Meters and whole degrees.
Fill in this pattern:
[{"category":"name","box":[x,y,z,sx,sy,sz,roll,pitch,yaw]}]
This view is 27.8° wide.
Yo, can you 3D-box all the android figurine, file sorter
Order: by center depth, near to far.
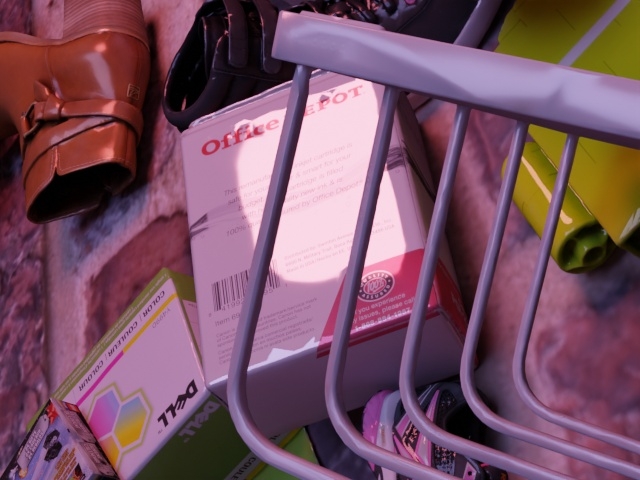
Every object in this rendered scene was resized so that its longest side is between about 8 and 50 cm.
[{"category":"file sorter","box":[0.119,0.024,0.547,0.193,0.278,0.173,17,97,33]},{"category":"android figurine","box":[0.199,-0.101,0.750,0.248,0.056,0.273,-50,42,19]}]

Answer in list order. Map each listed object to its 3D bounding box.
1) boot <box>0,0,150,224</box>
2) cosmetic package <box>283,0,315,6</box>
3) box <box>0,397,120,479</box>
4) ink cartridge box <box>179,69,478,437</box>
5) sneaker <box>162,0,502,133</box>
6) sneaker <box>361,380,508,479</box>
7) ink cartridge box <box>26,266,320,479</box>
[{"category":"boot","box":[-0.269,-0.106,1.277,0.283,0.109,0.220,-24,56,31]},{"category":"cosmetic package","box":[-0.029,-0.309,1.057,0.183,0.151,0.151,-54,38,11]},{"category":"box","box":[-0.200,0.193,0.915,0.137,0.027,0.094,-57,40,10]},{"category":"ink cartridge box","box":[0.000,0.000,0.859,0.159,0.092,0.217,-20,53,13]},{"category":"sneaker","box":[0.004,-0.151,0.933,0.296,0.147,0.104,-43,41,23]},{"category":"sneaker","box":[0.073,0.157,0.744,0.077,0.072,0.178,-24,57,26]},{"category":"ink cartridge box","box":[-0.098,0.175,0.906,0.189,0.097,0.255,-48,40,19]}]
